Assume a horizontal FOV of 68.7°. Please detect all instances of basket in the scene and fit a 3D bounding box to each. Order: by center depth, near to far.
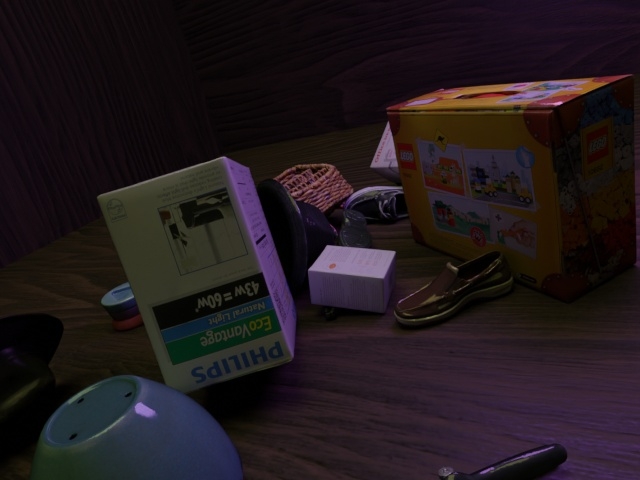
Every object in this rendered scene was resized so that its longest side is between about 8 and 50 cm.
[{"bbox_3d":[-0.068,-0.151,1.502,0.299,0.223,0.213,-37,-3,-37],"label":"basket"}]

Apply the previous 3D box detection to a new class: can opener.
[{"bbox_3d":[0.212,0.290,0.567,0.186,0.073,0.059,-19,-18,-14],"label":"can opener"}]

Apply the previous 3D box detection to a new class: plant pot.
[{"bbox_3d":[-0.279,0.311,0.665,0.290,0.196,0.290,-14,21,6],"label":"plant pot"}]

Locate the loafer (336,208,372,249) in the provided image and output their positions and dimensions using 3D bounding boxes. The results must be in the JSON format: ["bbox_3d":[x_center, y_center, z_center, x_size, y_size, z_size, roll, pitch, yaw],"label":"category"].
[{"bbox_3d":[0.092,-0.001,1.348,0.096,0.084,0.268,17,27,-4],"label":"loafer"}]

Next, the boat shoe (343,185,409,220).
[{"bbox_3d":[0.218,-0.109,1.469,0.301,0.108,0.102,-5,21,8],"label":"boat shoe"}]

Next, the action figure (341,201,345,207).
[{"bbox_3d":[0.067,-0.134,1.733,0.115,0.030,0.038,3,23,36],"label":"action figure"}]

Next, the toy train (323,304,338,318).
[{"bbox_3d":[0.024,0.135,1.103,0.036,0.027,0.158,-12,22,3],"label":"toy train"}]

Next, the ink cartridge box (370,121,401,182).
[{"bbox_3d":[0.310,-0.297,1.493,0.283,0.117,0.207,13,79,59],"label":"ink cartridge box"}]

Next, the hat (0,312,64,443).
[{"bbox_3d":[-0.624,0.309,0.929,0.133,0.331,0.331,34,42,15],"label":"hat"}]

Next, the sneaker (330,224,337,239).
[{"bbox_3d":[0.000,0.000,1.324,0.074,0.063,0.170,-39,-17,-19],"label":"sneaker"}]

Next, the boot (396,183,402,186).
[{"bbox_3d":[0.445,-0.268,1.527,0.367,0.146,0.445,-54,32,12],"label":"boot"}]

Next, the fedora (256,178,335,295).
[{"bbox_3d":[-0.068,-0.013,1.222,0.152,0.334,0.334,-8,15,-29],"label":"fedora"}]

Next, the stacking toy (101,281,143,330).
[{"bbox_3d":[-0.447,0.123,1.336,0.308,0.131,0.279,-9,23,17],"label":"stacking toy"}]

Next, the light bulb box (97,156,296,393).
[{"bbox_3d":[-0.206,0.048,0.931,0.225,0.361,0.358,-17,6,0],"label":"light bulb box"}]

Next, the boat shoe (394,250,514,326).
[{"bbox_3d":[0.263,0.087,0.951,0.257,0.095,0.095,-21,22,-10],"label":"boat shoe"}]

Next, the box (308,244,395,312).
[{"bbox_3d":[0.075,0.084,1.061,0.170,0.091,0.130,5,27,20],"label":"box"}]

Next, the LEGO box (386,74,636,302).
[{"bbox_3d":[0.389,-0.140,1.039,0.193,0.373,0.500,-23,23,-18],"label":"LEGO box"}]
